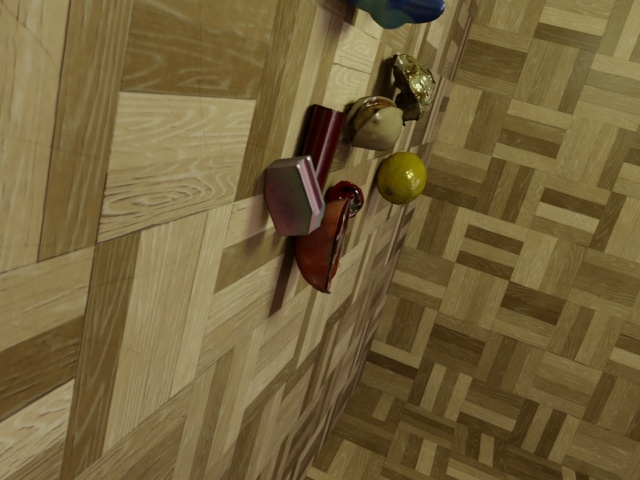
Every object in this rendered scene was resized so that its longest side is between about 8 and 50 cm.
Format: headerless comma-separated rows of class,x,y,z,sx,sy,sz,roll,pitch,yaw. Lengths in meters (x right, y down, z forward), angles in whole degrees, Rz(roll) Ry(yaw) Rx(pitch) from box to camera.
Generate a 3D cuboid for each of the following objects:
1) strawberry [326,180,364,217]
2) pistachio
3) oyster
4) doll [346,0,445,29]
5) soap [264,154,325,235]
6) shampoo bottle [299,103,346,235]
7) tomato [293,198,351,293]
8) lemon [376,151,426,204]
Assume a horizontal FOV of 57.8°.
strawberry,0.061,-0.107,1.481,0.106,0.106,0.106,19,90,-76
pistachio,0.134,-0.289,1.442,0.152,0.126,0.223,-36,168,7
oyster,0.253,-0.424,1.676,0.337,0.132,0.198,-94,176,-88
doll,0.142,-0.533,1.078,0.376,0.186,0.366,60,37,-42
soap,-0.049,-0.075,1.058,0.056,0.100,0.149,-46,128,-47
shampoo bottle,-0.015,-0.140,1.179,0.102,0.064,0.261,-25,133,-72
tomato,0.000,0.000,1.337,0.199,0.112,0.228,-56,161,-69
lemon,0.280,-0.217,2.012,0.193,0.180,0.181,-92,-167,-64
